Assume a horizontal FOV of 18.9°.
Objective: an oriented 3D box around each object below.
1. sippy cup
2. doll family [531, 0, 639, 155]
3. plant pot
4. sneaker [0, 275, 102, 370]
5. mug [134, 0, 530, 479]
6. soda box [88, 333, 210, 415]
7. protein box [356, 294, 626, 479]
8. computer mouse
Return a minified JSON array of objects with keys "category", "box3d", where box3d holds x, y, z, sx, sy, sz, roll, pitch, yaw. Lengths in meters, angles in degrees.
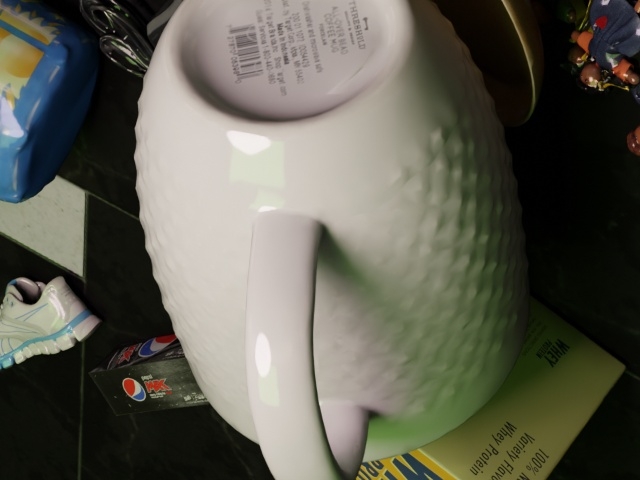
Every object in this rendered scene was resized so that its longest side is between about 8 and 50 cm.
[{"category":"sippy cup","box3d":[-0.325,-0.147,1.692,0.224,0.240,0.305,23,176,7]},{"category":"doll family","box3d":[0.204,-0.138,1.326,0.111,0.076,0.193,-66,32,31]},{"category":"plant pot","box3d":[0.087,-0.186,1.381,0.236,0.032,0.236,49,166,17]},{"category":"sneaker","box3d":[-0.308,0.080,1.988,0.190,0.071,0.083,-21,103,39]},{"category":"mug","box3d":[0.000,0.000,1.349,0.276,0.374,0.328,-1,144,10]},{"category":"soda box","box3d":[-0.150,0.129,1.900,0.169,0.053,0.060,-12,115,44]},{"category":"protein box","box3d":[0.103,0.138,1.582,0.201,0.200,0.136,37,141,8]},{"category":"computer mouse","box3d":[-0.077,-0.175,1.572,0.188,0.072,0.272,51,152,-12]}]
